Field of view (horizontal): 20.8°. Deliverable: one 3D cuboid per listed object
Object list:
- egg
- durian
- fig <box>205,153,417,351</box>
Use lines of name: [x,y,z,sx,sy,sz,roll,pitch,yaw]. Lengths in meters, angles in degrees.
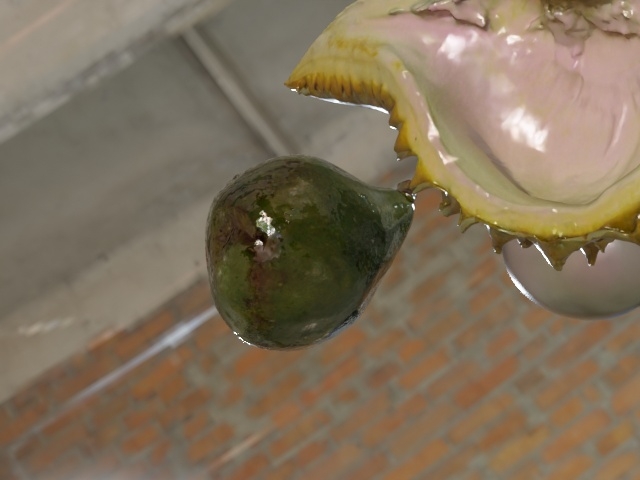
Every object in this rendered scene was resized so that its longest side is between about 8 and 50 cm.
egg: [0.189,0.006,1.245,0.103,0.135,0.103,-4,-84,-35]
durian: [0.087,-0.060,0.707,0.078,0.224,0.140,6,-88,-53]
fig: [0.000,0.000,1.736,0.245,0.195,0.195,-18,-34,-14]
